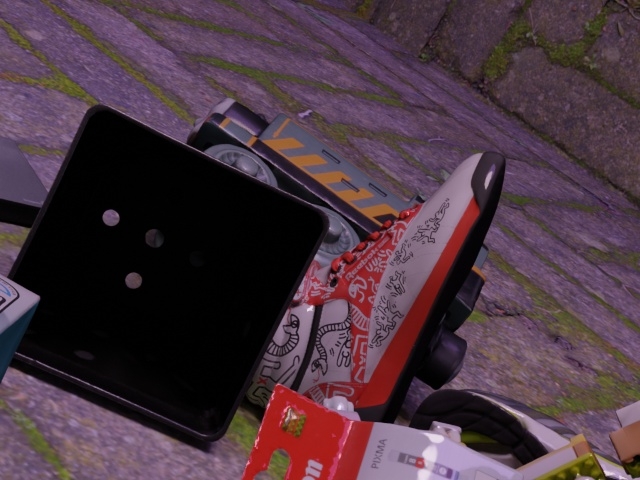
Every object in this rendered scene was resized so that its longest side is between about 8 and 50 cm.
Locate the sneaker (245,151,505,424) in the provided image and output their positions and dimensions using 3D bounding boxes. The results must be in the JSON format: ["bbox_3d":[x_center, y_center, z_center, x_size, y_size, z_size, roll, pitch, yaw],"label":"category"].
[{"bbox_3d":[0.031,0.028,1.019,0.145,0.270,0.090,27,3,15],"label":"sneaker"}]

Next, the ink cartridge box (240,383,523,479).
[{"bbox_3d":[0.036,0.182,0.837,0.179,0.045,0.145,28,56,-12],"label":"ink cartridge box"}]

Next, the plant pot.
[{"bbox_3d":[-0.126,0.012,0.981,0.188,0.187,0.167,26,5,-13],"label":"plant pot"}]

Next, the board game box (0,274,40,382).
[{"bbox_3d":[-0.332,0.048,0.699,0.253,0.079,0.336,29,17,0],"label":"board game box"}]

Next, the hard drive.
[{"bbox_3d":[-0.294,-0.059,1.145,0.094,0.022,0.135,14,23,-40],"label":"hard drive"}]

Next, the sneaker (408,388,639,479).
[{"bbox_3d":[0.217,0.207,1.082,0.300,0.111,0.121,34,14,6],"label":"sneaker"}]

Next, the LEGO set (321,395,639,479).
[{"bbox_3d":[0.130,0.193,0.936,0.287,0.132,0.107,3,28,-8],"label":"LEGO set"}]

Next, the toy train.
[{"bbox_3d":[0.000,0.000,1.175,0.334,0.142,0.190,34,38,0],"label":"toy train"}]
